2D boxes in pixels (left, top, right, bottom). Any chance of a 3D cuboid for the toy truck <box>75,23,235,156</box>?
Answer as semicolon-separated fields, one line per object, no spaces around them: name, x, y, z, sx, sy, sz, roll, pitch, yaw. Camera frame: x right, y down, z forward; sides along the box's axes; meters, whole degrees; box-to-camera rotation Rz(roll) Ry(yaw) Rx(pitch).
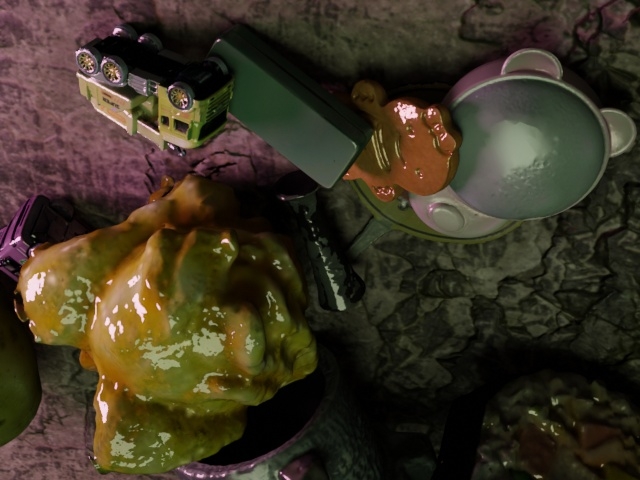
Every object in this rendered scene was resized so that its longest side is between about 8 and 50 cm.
toy truck;-0.173;-0.150;1.491;0.169;0.077;0.100;22;131;20

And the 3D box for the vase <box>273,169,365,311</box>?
vase;0.000;0.000;1.636;0.059;0.059;0.167;-9;125;19

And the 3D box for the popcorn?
popcorn;-0.144;0.110;1.601;0.290;0.325;0.321;-2;141;32

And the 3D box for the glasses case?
glasses case;-0.038;-0.138;1.491;0.184;0.039;0.078;38;134;3

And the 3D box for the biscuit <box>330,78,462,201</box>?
biscuit;0.070;-0.097;1.493;0.184;0.027;0.133;26;131;37

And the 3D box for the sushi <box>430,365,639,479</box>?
sushi;0.259;0.350;1.758;0.329;0.327;0.285;19;148;-9

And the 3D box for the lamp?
lamp;0.188;-0.082;1.485;0.179;0.108;0.246;37;128;-16

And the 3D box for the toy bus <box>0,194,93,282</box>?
toy bus;-0.301;0.033;1.719;0.098;0.086;0.178;-23;128;37

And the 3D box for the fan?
fan;0.110;-0.056;1.603;0.230;0.011;0.335;31;132;-16

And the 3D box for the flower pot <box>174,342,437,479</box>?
flower pot;-0.008;0.295;1.790;0.299;0.299;0.282;-13;121;23

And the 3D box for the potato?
potato;-0.459;0.141;1.776;0.216;0.215;0.304;0;131;11
